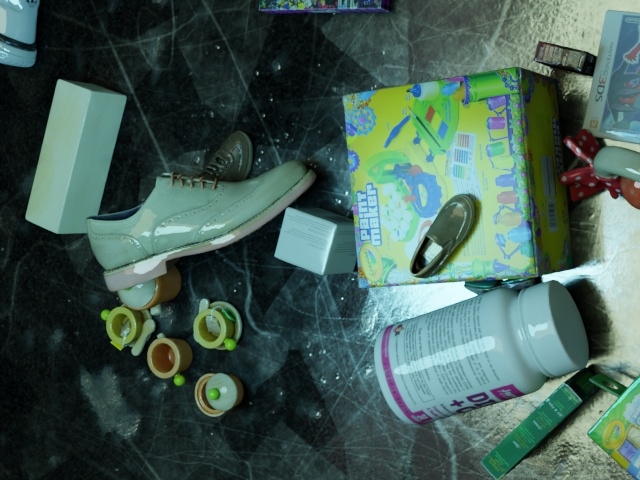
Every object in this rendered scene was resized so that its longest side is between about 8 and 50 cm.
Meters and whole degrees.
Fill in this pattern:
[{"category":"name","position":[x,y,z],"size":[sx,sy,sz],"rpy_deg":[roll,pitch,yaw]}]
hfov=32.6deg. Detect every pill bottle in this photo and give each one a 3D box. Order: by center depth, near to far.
[{"category":"pill bottle","position":[0.236,0.163,1.611],"size":[0.283,0.160,0.160],"rpy_deg":[-22,81,28]}]

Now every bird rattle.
[{"category":"bird rattle","position":[0.443,-0.084,1.477],"size":[0.253,0.207,0.143],"rpy_deg":[37,90,14]}]

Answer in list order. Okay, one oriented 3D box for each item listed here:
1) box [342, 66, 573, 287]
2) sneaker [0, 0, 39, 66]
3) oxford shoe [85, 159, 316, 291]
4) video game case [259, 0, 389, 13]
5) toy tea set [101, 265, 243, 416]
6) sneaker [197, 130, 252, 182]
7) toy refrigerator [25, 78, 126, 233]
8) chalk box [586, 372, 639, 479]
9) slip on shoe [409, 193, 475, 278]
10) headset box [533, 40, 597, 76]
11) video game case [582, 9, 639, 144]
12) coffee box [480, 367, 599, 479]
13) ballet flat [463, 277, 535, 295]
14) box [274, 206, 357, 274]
[{"category":"box","position":[0.203,-0.085,1.614],"size":[0.279,0.177,0.289],"rpy_deg":[-4,90,29]},{"category":"sneaker","position":[-0.682,-0.484,2.124],"size":[0.366,0.137,0.210],"rpy_deg":[23,102,21]},{"category":"oxford shoe","position":[-0.202,-0.055,1.801],"size":[0.397,0.140,0.146],"rpy_deg":[-25,100,3]},{"category":"video game case","position":[0.010,-0.479,1.787],"size":[0.232,0.042,0.210],"rpy_deg":[5,94,29]},{"category":"toy tea set","position":[-0.261,0.166,1.909],"size":[0.336,0.124,0.200],"rpy_deg":[33,106,25]},{"category":"sneaker","position":[-0.179,-0.101,1.886],"size":[0.066,0.071,0.188],"rpy_deg":[33,107,25]},{"category":"toy refrigerator","position":[-0.455,-0.154,2.022],"size":[0.094,0.102,0.269],"rpy_deg":[22,103,27]},{"category":"chalk box","position":[0.466,0.250,1.503],"size":[0.213,0.132,0.132],"rpy_deg":[44,112,19]},{"category":"slip on shoe","position":[0.166,-0.004,1.514],"size":[0.051,0.041,0.135],"rpy_deg":[43,112,21]},{"category":"headset box","position":[0.353,-0.265,1.590],"size":[0.083,0.062,0.032],"rpy_deg":[18,99,27]},{"category":"video game case","position":[0.480,-0.223,1.534],"size":[0.201,0.023,0.183],"rpy_deg":[14,98,32]},{"category":"coffee box","position":[0.322,0.266,1.589],"size":[0.040,0.113,0.184],"rpy_deg":[47,115,16]},{"category":"ballet flat","position":[0.272,0.076,1.660],"size":[0.114,0.041,0.041],"rpy_deg":[-6,88,30]},{"category":"box","position":[0.000,0.000,1.772],"size":[0.102,0.101,0.087],"rpy_deg":[19,101,29]}]
